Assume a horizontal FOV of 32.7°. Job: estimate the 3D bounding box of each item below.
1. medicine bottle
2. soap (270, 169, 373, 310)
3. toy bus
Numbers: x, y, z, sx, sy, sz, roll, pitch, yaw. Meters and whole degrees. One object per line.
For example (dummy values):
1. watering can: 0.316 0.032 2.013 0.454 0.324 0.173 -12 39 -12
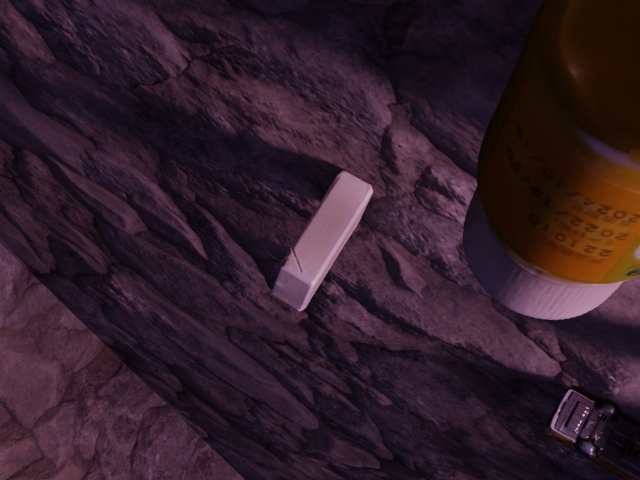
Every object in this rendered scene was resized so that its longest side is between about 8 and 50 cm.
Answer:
1. medicine bottle: 0.264 -0.074 1.047 0.224 0.224 0.384 28 156 7
2. soap: 0.000 0.000 1.570 0.063 0.183 0.121 31 157 3
3. toy bus: 0.494 0.341 1.774 0.268 0.092 0.106 30 167 3
